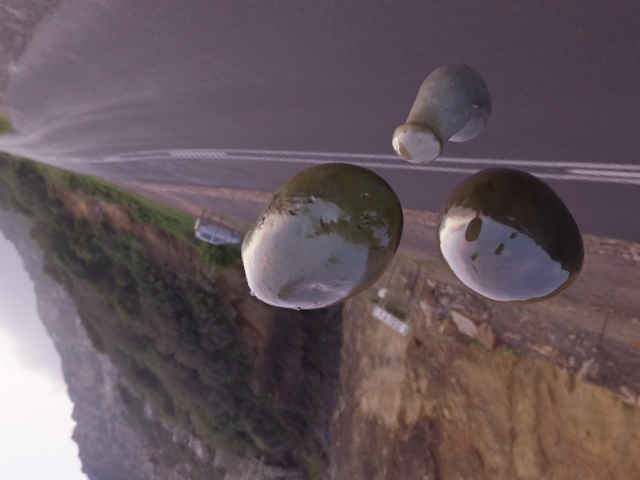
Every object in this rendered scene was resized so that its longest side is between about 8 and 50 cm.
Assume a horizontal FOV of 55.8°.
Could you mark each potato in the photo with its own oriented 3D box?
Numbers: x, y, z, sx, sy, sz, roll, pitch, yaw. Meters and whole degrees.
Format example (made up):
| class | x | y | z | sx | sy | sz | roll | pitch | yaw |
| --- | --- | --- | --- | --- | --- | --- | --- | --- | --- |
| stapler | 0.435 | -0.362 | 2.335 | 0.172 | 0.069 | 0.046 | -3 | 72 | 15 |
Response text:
| class | x | y | z | sx | sy | sz | roll | pitch | yaw |
| --- | --- | --- | --- | --- | --- | --- | --- | --- | --- |
| potato | 0.000 | 0.000 | 0.794 | 0.178 | 0.235 | 0.160 | 55 | -163 | -5 |

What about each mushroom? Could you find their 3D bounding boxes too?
| class | x | y | z | sx | sy | sz | roll | pitch | yaw |
| --- | --- | --- | --- | --- | --- | --- | --- | --- | --- |
| mushroom | 0.169 | -0.181 | 0.829 | 0.103 | 0.118 | 0.270 | 23 | -155 | 19 |

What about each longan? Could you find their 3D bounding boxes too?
| class | x | y | z | sx | sy | sz | roll | pitch | yaw |
| --- | --- | --- | --- | --- | --- | --- | --- | --- | --- |
| longan | 0.304 | -0.005 | 0.975 | 0.246 | 0.215 | 0.246 | 17 | -155 | -8 |
